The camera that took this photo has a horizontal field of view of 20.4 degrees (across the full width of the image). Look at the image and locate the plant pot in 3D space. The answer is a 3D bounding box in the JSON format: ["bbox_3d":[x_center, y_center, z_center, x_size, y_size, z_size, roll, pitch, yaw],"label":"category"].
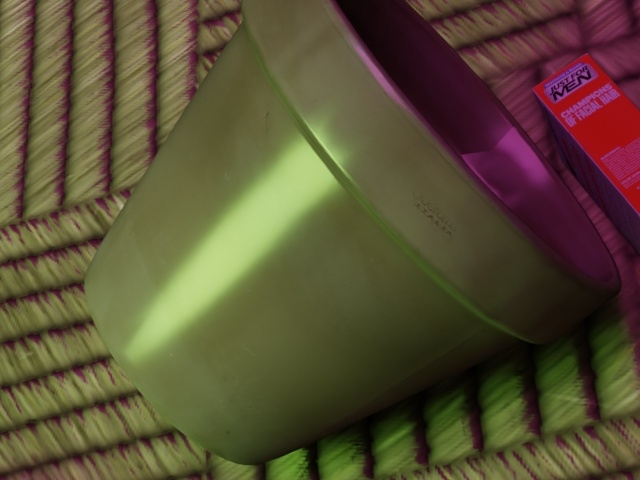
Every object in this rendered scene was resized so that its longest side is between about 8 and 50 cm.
[{"bbox_3d":[0.000,0.000,1.226,0.280,0.323,0.323,-42,47,14],"label":"plant pot"}]

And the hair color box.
[{"bbox_3d":[0.222,-0.046,1.263,0.053,0.093,0.167,-33,49,-1],"label":"hair color box"}]
